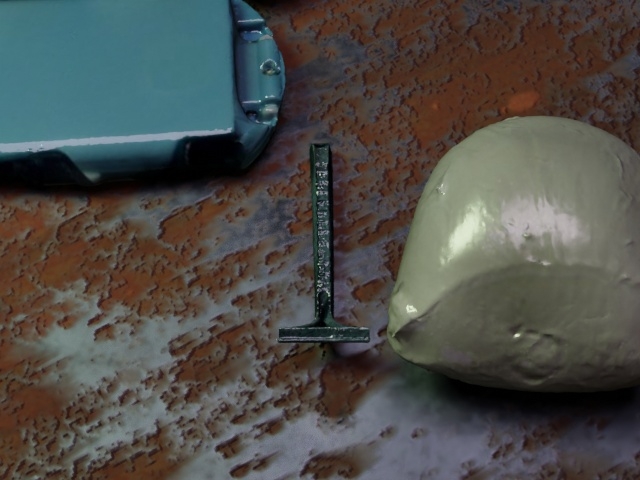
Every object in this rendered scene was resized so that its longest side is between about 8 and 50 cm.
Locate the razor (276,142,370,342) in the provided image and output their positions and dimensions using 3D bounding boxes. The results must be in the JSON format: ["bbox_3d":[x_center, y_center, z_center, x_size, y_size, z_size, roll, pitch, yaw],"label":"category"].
[{"bbox_3d":[0.000,0.004,1.214,0.066,0.033,0.190,-1,52,-1],"label":"razor"}]

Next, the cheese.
[{"bbox_3d":[0.152,0.004,1.140,0.198,0.154,0.189,6,52,4],"label":"cheese"}]

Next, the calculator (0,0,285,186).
[{"bbox_3d":[-0.173,-0.119,1.275,0.293,0.051,0.173,-3,59,-2],"label":"calculator"}]
